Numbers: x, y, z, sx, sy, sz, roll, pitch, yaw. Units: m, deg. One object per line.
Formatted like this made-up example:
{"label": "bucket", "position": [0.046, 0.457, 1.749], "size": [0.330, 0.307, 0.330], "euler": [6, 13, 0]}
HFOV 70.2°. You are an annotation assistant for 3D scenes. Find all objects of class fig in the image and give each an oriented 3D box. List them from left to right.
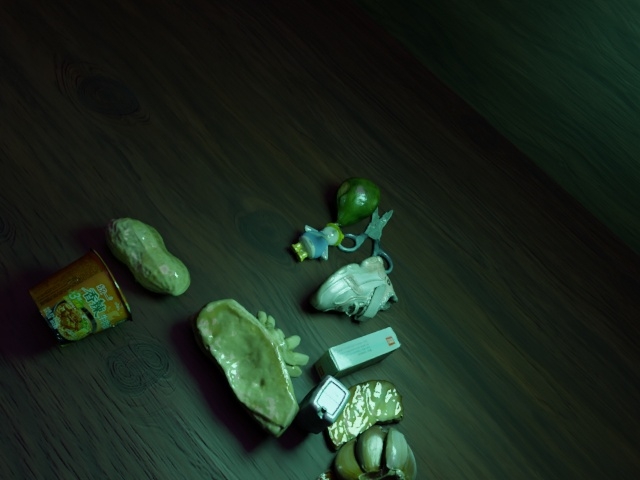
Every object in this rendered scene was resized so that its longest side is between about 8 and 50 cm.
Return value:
{"label": "fig", "position": [0.136, -0.146, 1.891], "size": [0.195, 0.195, 0.245], "euler": [27, 81, -6]}

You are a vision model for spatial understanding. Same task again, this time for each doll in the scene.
{"label": "doll", "position": [0.000, 0.001, 1.743], "size": [0.135, 0.099, 0.241], "euler": [34, 41, 32]}

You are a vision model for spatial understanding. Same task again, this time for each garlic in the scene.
{"label": "garlic", "position": [0.162, 0.640, 1.295], "size": [0.160, 0.214, 0.191], "euler": [56, 18, -17]}

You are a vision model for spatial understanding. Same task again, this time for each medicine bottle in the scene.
{"label": "medicine bottle", "position": [-0.006, 0.480, 1.302], "size": [0.094, 0.188, 0.119], "euler": [39, 47, 5]}

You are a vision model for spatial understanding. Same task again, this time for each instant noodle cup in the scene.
{"label": "instant noodle cup", "position": [-0.638, 0.161, 1.208], "size": [0.182, 0.230, 0.230], "euler": [-31, 73, -31]}

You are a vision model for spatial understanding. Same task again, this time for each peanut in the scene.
{"label": "peanut", "position": [-0.530, 0.051, 1.400], "size": [0.313, 0.149, 0.149], "euler": [45, 48, 10]}

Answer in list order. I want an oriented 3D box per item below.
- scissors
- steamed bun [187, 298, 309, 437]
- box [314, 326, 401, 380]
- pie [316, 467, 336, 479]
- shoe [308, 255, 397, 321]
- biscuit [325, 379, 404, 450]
{"label": "scissors", "position": [0.224, -0.043, 1.940], "size": [0.255, 0.029, 0.384], "euler": [28, 48, -3]}
{"label": "steamed bun", "position": [-0.181, 0.337, 1.353], "size": [0.247, 0.189, 0.428], "euler": [-40, 74, -11]}
{"label": "box", "position": [0.124, 0.374, 1.490], "size": [0.269, 0.135, 0.079], "euler": [-11, 61, -34]}
{"label": "pie", "position": [0.021, 0.724, 1.235], "size": [0.088, 0.033, 0.191], "euler": [3, 54, -21]}
{"label": "shoe", "position": [0.133, 0.188, 1.617], "size": [0.350, 0.172, 0.198], "euler": [-21, 70, -36]}
{"label": "biscuit", "position": [0.133, 0.532, 1.435], "size": [0.299, 0.045, 0.154], "euler": [-9, 61, -32]}
